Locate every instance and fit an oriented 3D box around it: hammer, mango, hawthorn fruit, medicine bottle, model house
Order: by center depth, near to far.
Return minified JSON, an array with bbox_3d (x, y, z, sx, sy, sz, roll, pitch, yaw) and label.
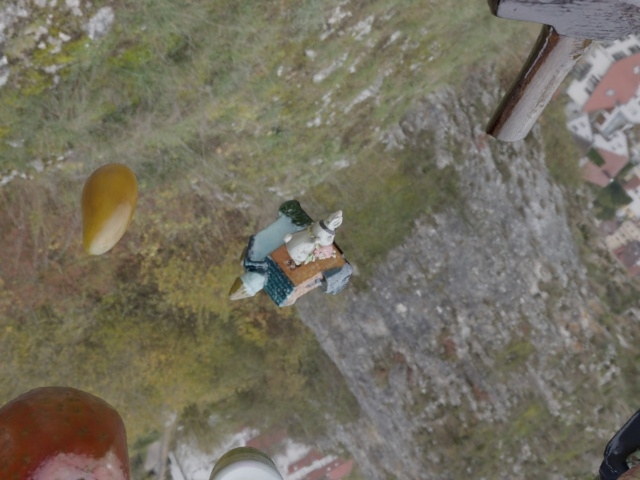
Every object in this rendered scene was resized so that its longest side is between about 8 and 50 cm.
[{"bbox_3d":[-0.093,0.303,0.781,0.095,0.095,0.260,-26,171,-14],"label":"medicine bottle"},{"bbox_3d":[0.309,-0.232,0.854,0.243,0.095,0.409,12,161,3],"label":"hammer"},{"bbox_3d":[-0.373,-0.060,1.119,0.102,0.184,0.085,-17,139,21],"label":"mango"},{"bbox_3d":[-0.628,0.553,1.521,0.403,0.402,0.402,-27,157,-12],"label":"hawthorn fruit"},{"bbox_3d":[-0.106,0.068,1.581,0.291,0.253,0.184,-30,160,-19],"label":"model house"}]

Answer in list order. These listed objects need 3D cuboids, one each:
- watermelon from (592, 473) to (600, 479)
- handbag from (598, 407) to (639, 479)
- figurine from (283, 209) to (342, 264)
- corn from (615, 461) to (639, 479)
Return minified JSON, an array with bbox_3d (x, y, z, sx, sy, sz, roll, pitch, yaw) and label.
[{"bbox_3d":[0.737,0.647,1.513,0.212,0.212,0.212,-27,157,-12],"label":"watermelon"},{"bbox_3d":[0.818,0.480,1.383,0.329,0.303,0.122,-40,143,-15],"label":"handbag"},{"bbox_3d":[-0.001,-0.005,1.459,0.146,0.081,0.098,-24,138,10],"label":"figurine"},{"bbox_3d":[0.615,0.437,1.133,0.335,0.126,0.126,-9,149,-42],"label":"corn"}]
